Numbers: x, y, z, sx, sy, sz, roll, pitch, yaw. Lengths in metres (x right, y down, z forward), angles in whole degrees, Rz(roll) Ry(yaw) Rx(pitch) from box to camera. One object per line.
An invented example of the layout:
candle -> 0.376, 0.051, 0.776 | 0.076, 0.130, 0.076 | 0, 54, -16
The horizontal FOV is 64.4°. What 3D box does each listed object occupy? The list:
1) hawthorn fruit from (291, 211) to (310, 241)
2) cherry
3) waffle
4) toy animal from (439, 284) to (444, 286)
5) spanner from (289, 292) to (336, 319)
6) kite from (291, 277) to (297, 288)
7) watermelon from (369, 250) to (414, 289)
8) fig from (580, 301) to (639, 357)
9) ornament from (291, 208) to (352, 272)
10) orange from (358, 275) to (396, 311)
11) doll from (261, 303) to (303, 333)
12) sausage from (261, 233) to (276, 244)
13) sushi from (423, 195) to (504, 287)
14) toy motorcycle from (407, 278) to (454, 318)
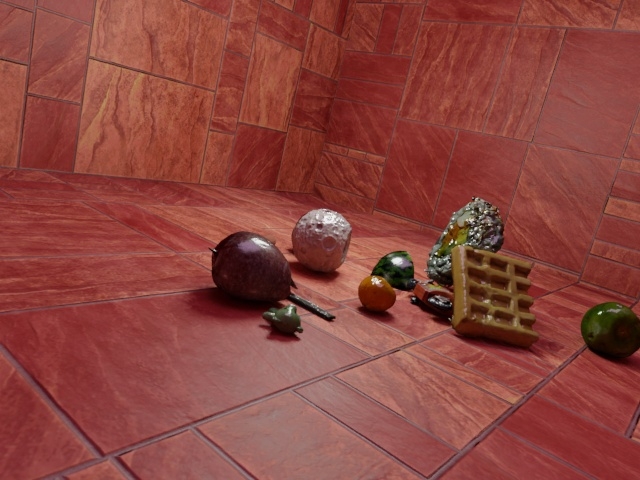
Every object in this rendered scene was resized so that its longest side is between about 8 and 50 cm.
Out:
hawthorn fruit -> -0.017, -0.035, 2.269 | 0.215, 0.249, 0.215 | 14, 37, -10
cherry -> -0.210, 0.085, 1.546 | 0.300, 0.203, 0.230 | 32, -1, -19
waffle -> 0.598, 0.187, 1.772 | 0.304, 0.077, 0.348 | 16, 54, -10
toy animal -> 0.622, 0.194, 2.227 | 0.186, 0.093, 0.214 | 3, 21, -10
spanner -> -0.079, 0.186, 1.639 | 0.325, 0.026, 0.093 | 24, 15, 37
kite -> -0.139, 0.111, 1.741 | 0.016, 0.127, 0.229 | -33, 8, -15
watermelon -> 0.321, 0.115, 2.138 | 0.193, 0.145, 0.137 | 18, 8, 25
fig -> 1.055, 0.330, 1.905 | 0.206, 0.206, 0.275 | 13, -3, -3
ornament -> 0.000, 0.000, 2.048 | 0.225, 0.259, 0.259 | 16, 12, 10
orange -> 0.188, 0.182, 1.724 | 0.135, 0.117, 0.135 | 56, -1, 1
doll -> -0.103, 0.207, 1.405 | 0.115, 0.077, 0.150 | 20, -3, -20
sausage -> -0.244, 0.008, 2.208 | 0.062, 0.062, 0.154 | 17, 13, 19
sushi -> 0.591, 0.021, 2.073 | 0.176, 0.417, 0.417 | 33, 11, -4
toy motorcycle -> 0.435, 0.215, 1.914 | 0.171, 0.089, 0.298 | 12, 11, -13
